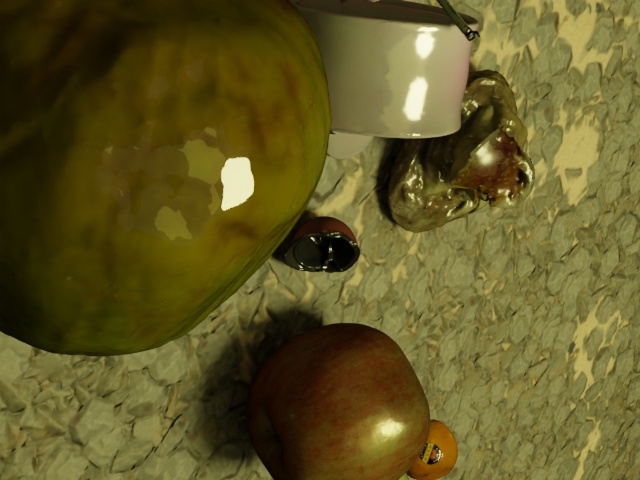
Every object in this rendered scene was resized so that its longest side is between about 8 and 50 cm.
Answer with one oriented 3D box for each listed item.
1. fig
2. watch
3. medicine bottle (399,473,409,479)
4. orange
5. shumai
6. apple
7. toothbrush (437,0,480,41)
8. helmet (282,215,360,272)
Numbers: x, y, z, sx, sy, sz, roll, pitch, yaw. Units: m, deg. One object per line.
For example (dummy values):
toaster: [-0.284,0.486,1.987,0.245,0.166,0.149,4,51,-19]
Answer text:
fig: [-0.164,-0.072,0.841,0.343,0.343,0.343,-21,122,-38]
watch: [0.049,-0.159,1.073,0.248,0.217,0.211,-7,113,-43]
medicine bottle: [0.062,0.326,1.379,0.124,0.124,0.239,-43,133,-23]
orange: [0.134,0.268,1.457,0.083,0.083,0.083,-21,122,-38]
shumai: [0.176,-0.091,1.288,0.209,0.153,0.161,-50,129,-12]
apple: [0.016,0.186,1.221,0.174,0.188,0.188,-20,121,-28]
toothbrush: [0.050,-0.280,0.996,0.028,0.294,0.026,-41,159,8]
helmet: [-0.001,-0.001,1.220,0.084,0.049,0.065,8,138,-20]
